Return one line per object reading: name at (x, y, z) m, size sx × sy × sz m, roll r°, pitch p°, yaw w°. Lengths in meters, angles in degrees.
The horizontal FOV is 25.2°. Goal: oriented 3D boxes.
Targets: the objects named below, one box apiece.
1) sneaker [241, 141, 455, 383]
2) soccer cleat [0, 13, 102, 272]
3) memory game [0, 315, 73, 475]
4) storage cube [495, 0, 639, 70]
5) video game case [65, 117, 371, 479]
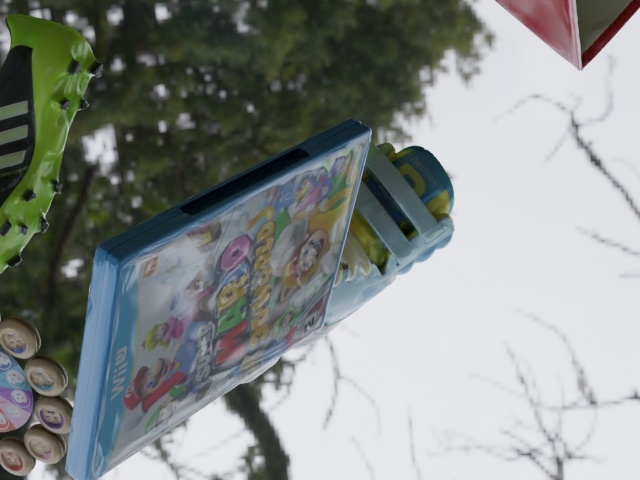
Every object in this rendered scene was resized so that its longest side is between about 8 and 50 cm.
sneaker at (0.000, 0.000, 1.152) m, size 0.208 × 0.127 × 0.319 m, roll -39°, pitch 175°, yaw 17°
soccer cleat at (-0.202, -0.059, 0.924) m, size 0.072 × 0.179 × 0.060 m, roll 26°, pitch -171°, yaw 20°
memory game at (-0.283, 0.119, 1.178) m, size 0.186 × 0.186 × 0.012 m, roll 3°, pitch -150°, yaw 23°
storage cube at (0.126, -0.238, 0.755) m, size 0.193 × 0.184 × 0.215 m, roll 43°, pitch -179°, yaw 15°
video game case at (-0.041, 0.023, 0.621) m, size 0.015 × 0.119 × 0.166 m, roll 32°, pitch -142°, yaw 24°
